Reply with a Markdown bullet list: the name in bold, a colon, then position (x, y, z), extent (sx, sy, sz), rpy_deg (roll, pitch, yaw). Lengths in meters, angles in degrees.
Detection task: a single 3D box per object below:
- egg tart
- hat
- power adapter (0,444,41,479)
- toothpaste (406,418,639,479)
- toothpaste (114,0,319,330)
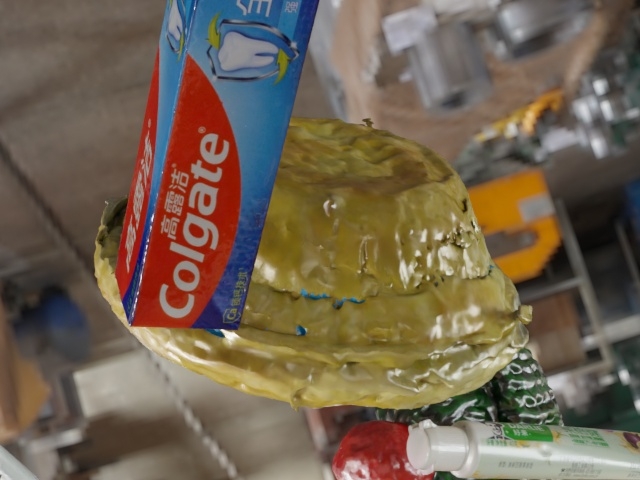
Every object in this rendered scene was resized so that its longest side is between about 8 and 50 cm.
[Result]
- **egg tart**: position (0.000, 0.000, 1.467), extent (0.387, 0.169, 0.388), rpy_deg (10, -157, -4)
- **hat**: position (0.153, 0.249, 2.180), extent (0.332, 0.274, 0.242), rpy_deg (-3, 144, -52)
- **power adapter**: position (-0.374, 0.344, 2.095), extent (0.124, 0.255, 0.187), rpy_deg (-50, -161, -16)
- **toothpaste**: position (0.220, 0.198, 1.609), extent (0.314, 0.058, 0.056), rpy_deg (5, 158, -30)
- **toothpaste**: position (-0.058, -0.093, 1.039), extent (0.076, 0.066, 0.320), rpy_deg (2, 122, -20)
